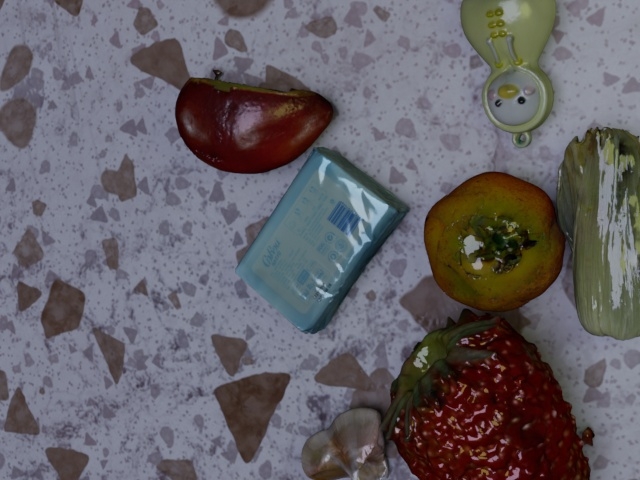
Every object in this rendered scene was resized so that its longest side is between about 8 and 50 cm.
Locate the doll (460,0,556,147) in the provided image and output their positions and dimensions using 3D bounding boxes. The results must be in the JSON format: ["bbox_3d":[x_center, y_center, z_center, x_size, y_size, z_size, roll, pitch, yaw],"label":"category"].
[{"bbox_3d":[0.280,-0.283,1.452,0.141,0.117,0.296,-6,94,26],"label":"doll"}]

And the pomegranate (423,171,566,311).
[{"bbox_3d":[0.251,0.001,1.436,0.210,0.235,0.210,0,88,9],"label":"pomegranate"}]

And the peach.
[{"bbox_3d":[-0.115,-0.182,1.618,0.267,0.159,0.154,13,107,19],"label":"peach"}]

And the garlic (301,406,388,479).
[{"bbox_3d":[0.041,0.351,1.641,0.174,0.099,0.124,-29,70,24],"label":"garlic"}]

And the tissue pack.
[{"bbox_3d":[0.000,0.000,1.621,0.177,0.089,0.263,40,111,15],"label":"tissue pack"}]

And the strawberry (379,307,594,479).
[{"bbox_3d":[0.272,0.276,1.470,0.343,0.292,0.292,38,111,-12],"label":"strawberry"}]

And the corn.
[{"bbox_3d":[0.416,-0.011,1.421,0.122,0.123,0.305,-7,94,-2],"label":"corn"}]
